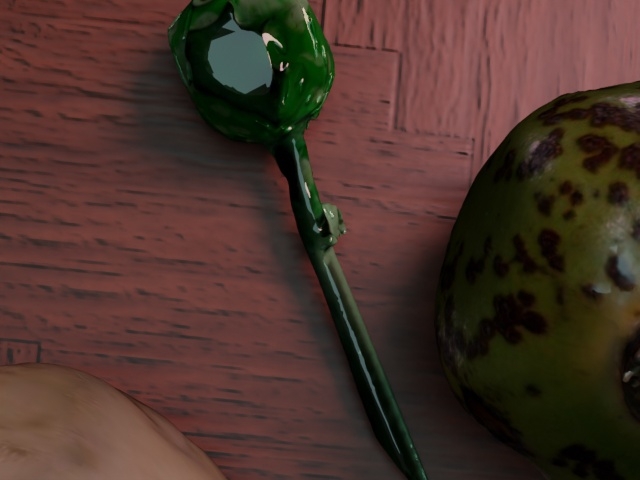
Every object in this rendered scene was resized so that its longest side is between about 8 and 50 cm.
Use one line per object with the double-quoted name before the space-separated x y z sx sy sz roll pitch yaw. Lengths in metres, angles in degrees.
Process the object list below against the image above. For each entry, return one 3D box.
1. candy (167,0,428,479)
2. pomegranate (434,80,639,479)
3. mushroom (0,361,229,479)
"candy" 0.001 0.000 0.810 0.097 0.097 0.323 -21 92 -7
"pomegranate" 0.183 0.034 0.720 0.254 0.270 0.254 4 105 14
"mushroom" -0.179 0.234 0.675 0.336 0.314 0.314 -22 83 19
